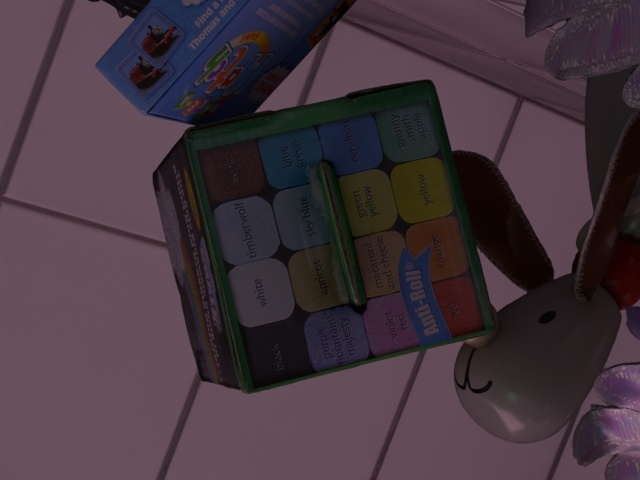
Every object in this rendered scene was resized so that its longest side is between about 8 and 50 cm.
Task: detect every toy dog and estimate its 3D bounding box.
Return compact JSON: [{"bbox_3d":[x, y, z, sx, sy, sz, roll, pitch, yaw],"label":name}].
[{"bbox_3d":[0.164,-0.064,0.819,0.161,0.333,0.220,43,139,-23],"label":"toy dog"}]

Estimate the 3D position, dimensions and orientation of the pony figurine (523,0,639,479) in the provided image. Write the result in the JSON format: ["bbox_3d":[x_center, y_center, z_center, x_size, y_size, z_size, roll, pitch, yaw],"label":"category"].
[{"bbox_3d":[0.236,-0.010,0.542,0.351,0.302,0.363,-6,-168,23],"label":"pony figurine"}]

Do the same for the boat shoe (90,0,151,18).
[{"bbox_3d":[-0.075,-0.199,0.783,0.156,0.186,0.500,32,-178,8],"label":"boat shoe"}]

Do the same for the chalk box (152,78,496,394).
[{"bbox_3d":[0.000,0.000,0.738,0.132,0.132,0.213,-13,179,-13],"label":"chalk box"}]

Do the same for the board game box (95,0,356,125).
[{"bbox_3d":[-0.002,-0.142,0.687,0.039,0.211,0.160,43,-172,7],"label":"board game box"}]
